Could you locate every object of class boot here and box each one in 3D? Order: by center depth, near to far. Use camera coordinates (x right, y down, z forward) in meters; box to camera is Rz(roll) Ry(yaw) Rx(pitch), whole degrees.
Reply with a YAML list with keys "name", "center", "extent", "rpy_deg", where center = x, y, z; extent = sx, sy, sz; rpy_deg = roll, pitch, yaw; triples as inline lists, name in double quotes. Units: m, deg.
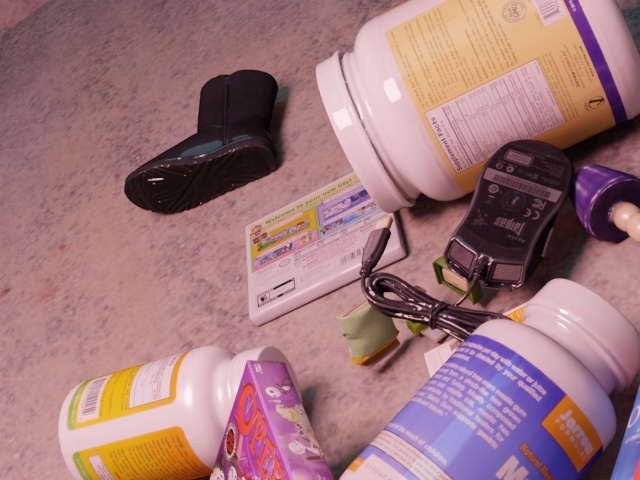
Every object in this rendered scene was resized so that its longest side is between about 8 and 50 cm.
- name: "boot"
  center: [-0.180, -0.159, 1.606]
  extent: [0.246, 0.094, 0.207]
  rpy_deg: [-18, 41, 12]

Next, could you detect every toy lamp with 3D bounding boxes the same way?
- name: "toy lamp"
  center: [0.331, 0.002, 1.006]
  extent: [0.080, 0.080, 0.274]
  rpy_deg: [-36, 34, -1]

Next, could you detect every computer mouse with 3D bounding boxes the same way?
- name: "computer mouse"
  center: [0.152, -0.004, 1.092]
  extent: [0.184, 0.060, 0.262]
  rpy_deg: [15, 61, 18]

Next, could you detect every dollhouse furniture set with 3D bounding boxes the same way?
- name: "dollhouse furniture set"
  center: [0.098, 0.081, 1.100]
  extent: [0.152, 0.076, 0.058]
  rpy_deg: [-34, 37, -20]

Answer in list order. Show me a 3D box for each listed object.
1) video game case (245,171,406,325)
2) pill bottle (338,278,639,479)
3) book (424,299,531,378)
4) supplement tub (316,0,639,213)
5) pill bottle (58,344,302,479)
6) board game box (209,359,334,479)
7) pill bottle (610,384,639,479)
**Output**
- name: "video game case"
  center: [0.000, 0.000, 1.334]
  extent: [0.212, 0.023, 0.193]
  rpy_deg: [-26, 36, 14]
- name: "pill bottle"
  center: [0.156, 0.165, 0.893]
  extent: [0.272, 0.152, 0.152]
  rpy_deg: [-45, 36, -13]
- name: "book"
  center: [0.180, 0.123, 1.030]
  extent: [0.144, 0.035, 0.096]
  rpy_deg: [-26, 39, 13]
- name: "supplement tub"
  center: [0.187, -0.191, 1.213]
  extent: [0.331, 0.241, 0.241]
  rpy_deg: [-25, 36, 15]
- name: "pill bottle"
  center: [-0.150, 0.193, 1.130]
  extent: [0.246, 0.136, 0.136]
  rpy_deg: [-18, 38, 23]
- name: "board game box"
  center: [-0.032, 0.288, 0.889]
  extent: [0.208, 0.056, 0.347]
  rpy_deg: [-68, 26, 23]
- name: "pill bottle"
  center: [0.284, 0.189, 0.782]
  extent: [0.124, 0.124, 0.221]
  rpy_deg: [-2, 46, 39]
